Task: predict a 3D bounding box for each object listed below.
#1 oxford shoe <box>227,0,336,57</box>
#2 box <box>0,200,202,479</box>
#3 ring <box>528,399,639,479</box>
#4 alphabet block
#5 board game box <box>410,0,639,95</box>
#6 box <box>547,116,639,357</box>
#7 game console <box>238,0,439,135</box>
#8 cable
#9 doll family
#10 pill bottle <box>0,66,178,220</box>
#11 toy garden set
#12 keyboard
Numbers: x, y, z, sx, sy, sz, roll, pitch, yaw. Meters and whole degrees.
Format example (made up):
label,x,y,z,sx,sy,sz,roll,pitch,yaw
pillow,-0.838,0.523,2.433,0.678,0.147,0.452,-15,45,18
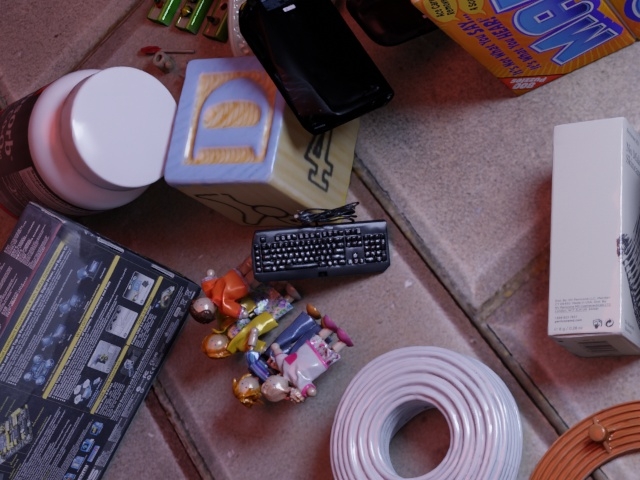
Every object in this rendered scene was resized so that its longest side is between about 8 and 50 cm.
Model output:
label,x,y,z,sx,sy,sz,roll,pitch,yaw
oxford shoe,-0.050,-0.464,1.938,0.130,0.169,0.450,158,121,-75
box,-0.374,0.181,1.764,0.097,0.318,0.395,26,87,36
ring,0.373,0.344,1.411,0.336,0.032,0.337,-12,65,28
alphabet block,-0.079,-0.138,1.777,0.192,0.197,0.194,3,74,32
board game box,0.292,-0.456,1.546,0.356,0.356,0.357,-24,68,23
box,0.341,-0.003,1.517,0.094,0.113,0.275,-5,70,30
game console,0.078,-0.293,1.710,0.361,0.044,0.213,-26,75,-25
cable,0.127,0.259,1.561,0.257,0.089,0.257,15,80,35
doll family,-0.074,0.144,1.727,0.163,0.118,0.263,-41,58,-9
pill bottle,-0.363,-0.141,1.873,0.363,0.210,0.210,-10,64,56
toy garden set,-0.205,-0.348,2.027,0.244,0.049,0.204,22,84,36
keyboard,0.000,0.000,1.697,0.192,0.038,0.100,-6,84,-10
